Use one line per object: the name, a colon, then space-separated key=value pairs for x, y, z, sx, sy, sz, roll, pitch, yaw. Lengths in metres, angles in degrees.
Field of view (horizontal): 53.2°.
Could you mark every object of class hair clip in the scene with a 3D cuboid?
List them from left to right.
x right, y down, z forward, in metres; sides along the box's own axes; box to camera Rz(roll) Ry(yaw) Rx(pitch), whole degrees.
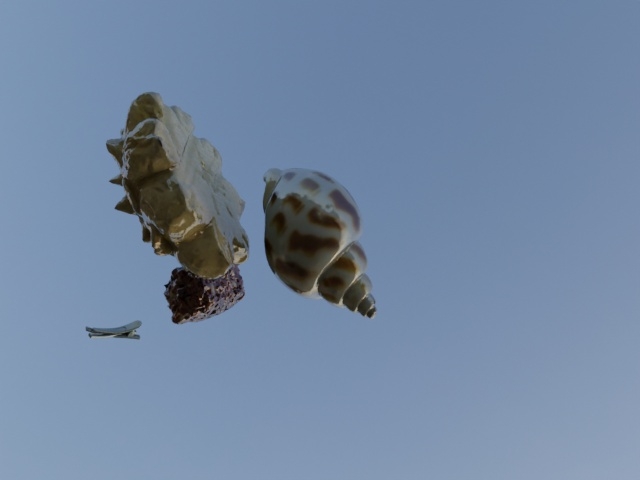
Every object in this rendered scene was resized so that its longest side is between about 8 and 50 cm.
hair clip: x=-0.408 y=0.176 z=1.268 sx=0.030 sy=0.115 sz=0.039 roll=38 pitch=-68 yaw=37

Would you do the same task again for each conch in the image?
conch: x=0.000 y=0.000 z=0.997 sx=0.149 sy=0.183 sz=0.275 roll=-21 pitch=-93 yaw=48

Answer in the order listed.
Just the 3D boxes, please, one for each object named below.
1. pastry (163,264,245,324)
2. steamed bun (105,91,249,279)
pastry: x=-0.198 y=0.086 z=1.133 sx=0.115 sy=0.208 sz=0.097 roll=-34 pitch=-97 yaw=11
steamed bun: x=-0.222 y=-0.063 z=0.985 sx=0.137 sy=0.295 sz=0.292 roll=-25 pitch=-102 yaw=8
